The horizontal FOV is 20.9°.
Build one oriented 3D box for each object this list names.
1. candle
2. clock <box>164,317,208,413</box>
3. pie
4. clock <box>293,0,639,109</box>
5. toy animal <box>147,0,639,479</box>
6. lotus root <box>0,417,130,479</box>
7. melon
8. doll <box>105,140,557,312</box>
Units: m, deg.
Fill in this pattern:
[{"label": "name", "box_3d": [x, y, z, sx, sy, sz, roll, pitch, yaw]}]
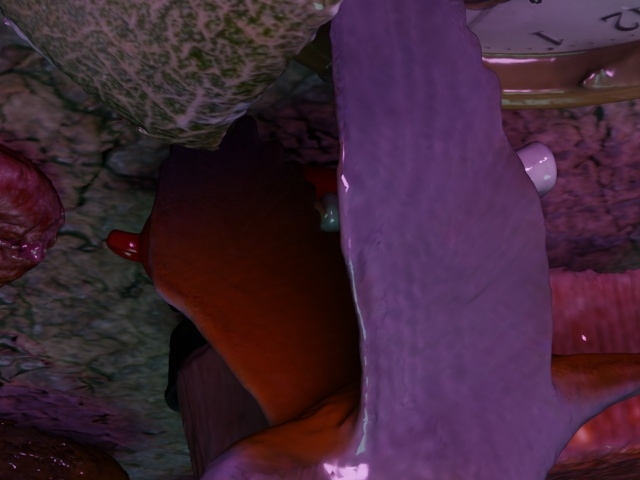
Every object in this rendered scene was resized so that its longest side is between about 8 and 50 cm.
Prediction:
[{"label": "candle", "box_3d": [0.097, 0.105, 0.924, 0.287, 0.131, 0.317, -20, 161, 24]}, {"label": "clock", "box_3d": [-0.002, 0.071, 1.047, 0.185, 0.040, 0.184, -5, 159, -2]}, {"label": "pie", "box_3d": [-0.207, -0.012, 0.910, 0.154, 0.036, 0.154, -2, 152, -1]}, {"label": "clock", "box_3d": [0.086, -0.115, 0.708, 0.237, 0.057, 0.237, 0, 163, 0]}, {"label": "toy animal", "box_3d": [0.076, 0.060, 0.713, 0.284, 0.302, 0.225, 14, 156, -23]}, {"label": "lotus root", "box_3d": [-0.304, 0.205, 1.145, 0.398, 0.179, 0.196, 4, 148, -14]}, {"label": "melon", "box_3d": [-0.051, -0.093, 0.634, 0.202, 0.093, 0.139, 21, 136, 37]}, {"label": "doll", "box_3d": [0.000, 0.000, 0.893, 0.217, 0.085, 0.183, -5, 165, -8]}]
